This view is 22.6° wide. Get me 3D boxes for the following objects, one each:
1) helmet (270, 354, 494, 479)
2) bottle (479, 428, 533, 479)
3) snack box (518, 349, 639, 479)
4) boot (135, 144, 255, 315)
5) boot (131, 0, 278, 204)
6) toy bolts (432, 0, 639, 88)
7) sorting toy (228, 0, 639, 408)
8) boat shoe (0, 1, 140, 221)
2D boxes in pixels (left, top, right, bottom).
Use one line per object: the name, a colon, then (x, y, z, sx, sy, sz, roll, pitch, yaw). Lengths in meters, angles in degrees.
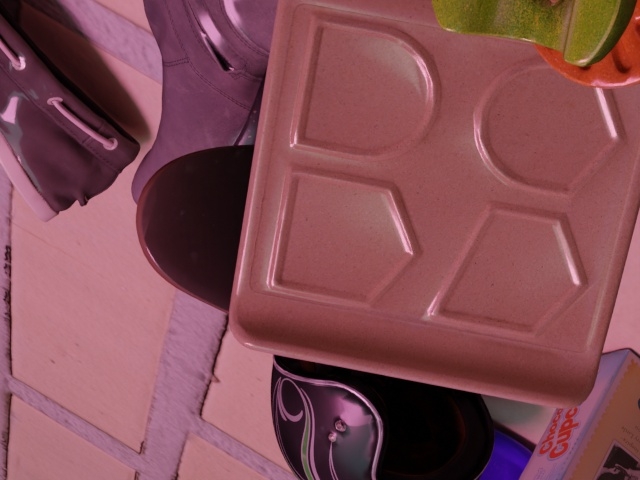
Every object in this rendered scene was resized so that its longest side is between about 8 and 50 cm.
helmet: (0.046, 0.138, 1.240, 0.169, 0.169, 0.161, 6, 125, 41)
bottle: (0.116, 0.255, 1.419, 0.118, 0.092, 0.283, 29, 151, 7)
snack box: (0.276, 0.250, 1.149, 0.322, 0.187, 0.060, 41, 151, -14)
boot: (0.000, 0.000, 1.009, 0.305, 0.112, 0.115, 6, -177, -39)
boot: (-0.090, -0.155, 1.000, 0.222, 0.118, 0.338, 40, 140, -6)
toy bolts: (0.197, -0.156, 0.713, 0.228, 0.158, 0.218, 25, 112, 35)
sorting toy: (0.115, -0.025, 0.879, 0.307, 0.041, 0.229, 11, 107, 1)
boat shoe: (-0.247, -0.163, 1.170, 0.335, 0.095, 0.112, 60, 178, -34)
